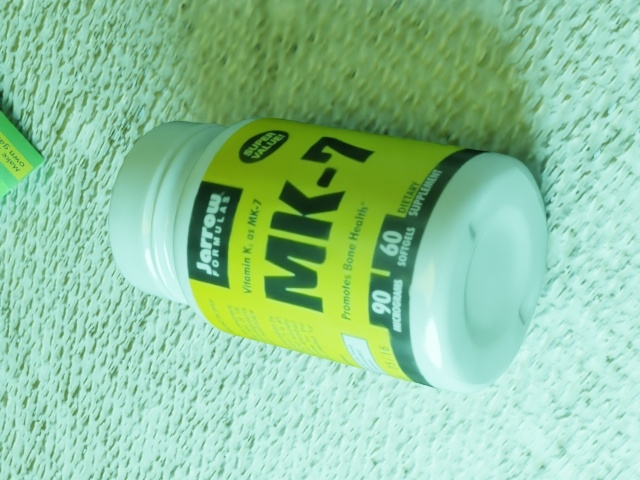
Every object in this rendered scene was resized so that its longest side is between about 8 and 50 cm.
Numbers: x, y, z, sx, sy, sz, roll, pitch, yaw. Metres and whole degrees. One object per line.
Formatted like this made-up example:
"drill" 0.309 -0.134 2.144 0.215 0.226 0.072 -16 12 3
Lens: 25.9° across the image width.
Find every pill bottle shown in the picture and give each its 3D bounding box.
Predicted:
"pill bottle" 0.000 0.000 0.722 0.208 0.119 0.119 11 110 32

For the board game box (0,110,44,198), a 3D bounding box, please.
"board game box" -0.357 -0.115 0.927 0.213 0.046 0.317 -33 102 38
